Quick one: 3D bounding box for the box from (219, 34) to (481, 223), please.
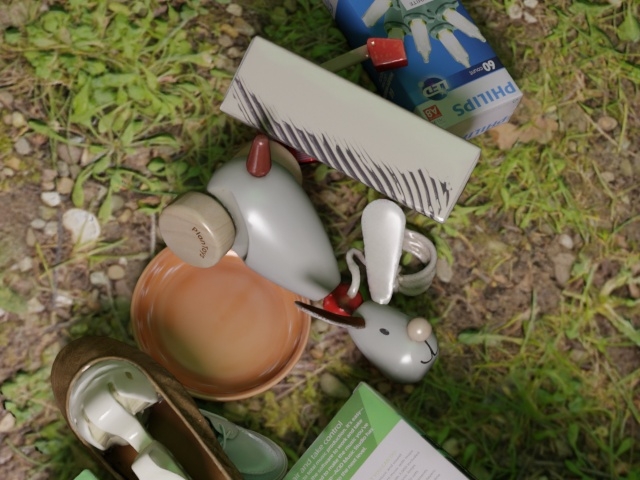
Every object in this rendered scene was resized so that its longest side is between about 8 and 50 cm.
[{"bbox_3d":[0.036,-0.119,1.175,0.275,0.113,0.094,27,94,7],"label":"box"}]

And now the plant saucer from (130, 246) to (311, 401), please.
[{"bbox_3d":[-0.110,0.085,1.187,0.199,0.037,0.200,3,66,-7],"label":"plant saucer"}]

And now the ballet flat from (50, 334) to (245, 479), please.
[{"bbox_3d":[-0.159,0.204,1.009,0.116,0.124,0.342,-42,68,-2],"label":"ballet flat"}]

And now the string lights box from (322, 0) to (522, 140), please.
[{"bbox_3d":[0.124,-0.243,1.337,0.133,0.077,0.260,-25,72,-16],"label":"string lights box"}]

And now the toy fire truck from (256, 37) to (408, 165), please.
[{"bbox_3d":[0.013,-0.159,1.257,0.192,0.047,0.135,-8,89,7],"label":"toy fire truck"}]

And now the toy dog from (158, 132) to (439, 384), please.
[{"bbox_3d":[0.000,0.000,1.132,0.333,0.161,0.220,23,55,-7],"label":"toy dog"}]

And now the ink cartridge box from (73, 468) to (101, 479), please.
[{"bbox_3d":[-0.171,0.334,1.004,0.219,0.160,0.092,43,71,12],"label":"ink cartridge box"}]

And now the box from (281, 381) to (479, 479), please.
[{"bbox_3d":[0.068,0.306,0.976,0.232,0.058,0.322,-50,44,-2],"label":"box"}]

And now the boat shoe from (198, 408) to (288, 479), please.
[{"bbox_3d":[-0.121,0.207,1.117,0.184,0.063,0.066,25,66,4],"label":"boat shoe"}]
